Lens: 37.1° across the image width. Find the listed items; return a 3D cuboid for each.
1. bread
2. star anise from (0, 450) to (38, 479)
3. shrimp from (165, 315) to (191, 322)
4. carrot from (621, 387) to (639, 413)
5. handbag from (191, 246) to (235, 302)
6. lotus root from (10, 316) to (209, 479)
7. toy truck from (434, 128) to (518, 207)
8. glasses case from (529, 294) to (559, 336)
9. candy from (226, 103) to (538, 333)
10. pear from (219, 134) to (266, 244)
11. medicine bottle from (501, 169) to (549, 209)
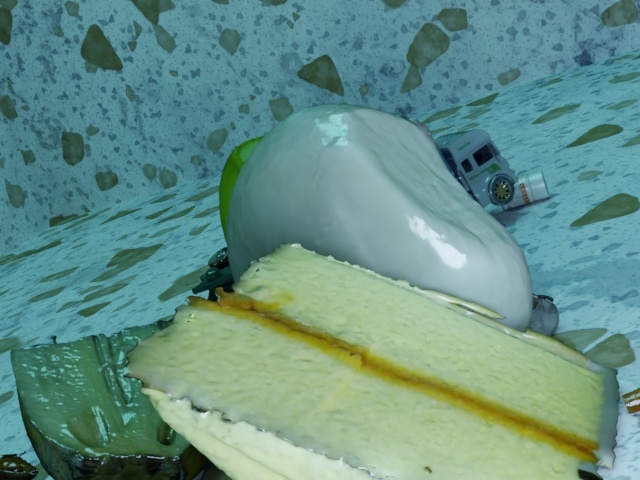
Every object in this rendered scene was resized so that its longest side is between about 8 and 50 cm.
[{"bbox_3d":[0.084,0.121,0.874,0.242,0.405,0.345,-26,23,25],"label":"bread"},{"bbox_3d":[-0.510,0.359,1.378,0.212,0.053,0.157,-15,14,16],"label":"star anise"},{"bbox_3d":[-0.280,0.208,1.495,0.343,0.116,0.145,-37,-3,-41],"label":"shrimp"},{"bbox_3d":[0.353,0.152,0.962,0.093,0.032,0.032,-22,13,17],"label":"carrot"},{"bbox_3d":[-0.101,0.033,1.929,0.274,0.100,0.269,-14,16,22],"label":"handbag"},{"bbox_3d":[-0.239,0.239,1.229,0.267,0.149,0.260,-10,35,-20],"label":"lotus root"},{"bbox_3d":[0.176,-0.065,1.714,0.367,0.175,0.146,-34,15,-23],"label":"toy truck"},{"bbox_3d":[0.168,0.109,1.300,0.114,0.060,0.299,-6,0,-43],"label":"glasses case"},{"bbox_3d":[0.033,0.037,1.176,0.186,0.386,0.427,-39,3,-36],"label":"candy"},{"bbox_3d":[0.000,0.000,1.497,0.342,0.318,0.238,-3,24,-23],"label":"pear"},{"bbox_3d":[0.383,-0.096,1.807,0.089,0.057,0.057,-16,14,16],"label":"medicine bottle"}]
